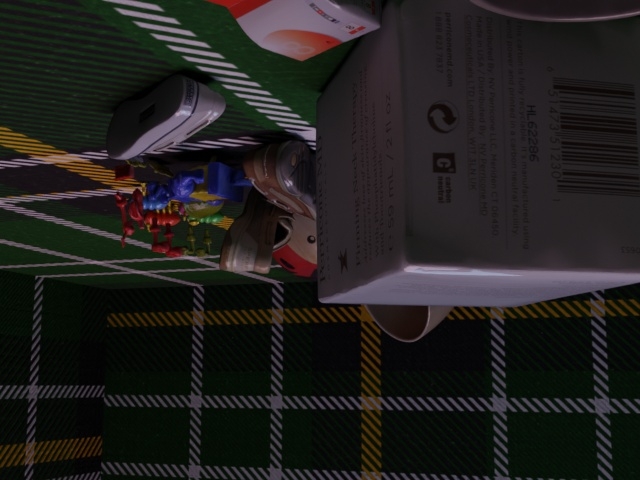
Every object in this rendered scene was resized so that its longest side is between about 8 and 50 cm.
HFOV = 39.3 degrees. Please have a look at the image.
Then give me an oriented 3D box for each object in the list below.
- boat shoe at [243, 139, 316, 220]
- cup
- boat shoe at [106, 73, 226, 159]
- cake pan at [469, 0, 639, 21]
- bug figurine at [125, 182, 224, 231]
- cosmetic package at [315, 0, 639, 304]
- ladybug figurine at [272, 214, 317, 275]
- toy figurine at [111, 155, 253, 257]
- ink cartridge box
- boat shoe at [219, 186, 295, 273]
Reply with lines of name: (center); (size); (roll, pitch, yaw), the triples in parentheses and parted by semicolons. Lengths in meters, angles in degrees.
boat shoe: (-0.059, -0.117, 1.732); (0.117, 0.123, 0.324); (3, 165, 16)
cup: (0.275, 0.081, 2.443); (0.237, 0.331, 0.331); (-21, -178, -29)
boat shoe: (-0.243, -0.183, 1.384); (0.088, 0.096, 0.268); (13, 157, -37)
cake pan: (0.267, -0.285, 0.837); (0.293, 0.054, 0.293); (0, 171, 0)
bug figurine: (-0.341, -0.073, 2.107); (0.216, 0.072, 0.279); (0, 170, 0)
cosmetic package: (0.194, -0.088, 1.197); (0.328, 0.329, 0.394); (1, 170, -13)
ladybug figurine: (0.000, 0.000, 2.266); (0.305, 0.161, 0.449); (1, 171, -5)
toy figurine: (-0.218, -0.075, 1.772); (0.217, 0.191, 0.362); (-9, 169, 22)
ink cartridge box: (-0.041, -0.262, 1.023); (0.179, 0.045, 0.145); (5, 169, -41)
boat shoe: (-0.109, -0.022, 1.828); (0.110, 0.121, 0.341); (13, -150, 6)
